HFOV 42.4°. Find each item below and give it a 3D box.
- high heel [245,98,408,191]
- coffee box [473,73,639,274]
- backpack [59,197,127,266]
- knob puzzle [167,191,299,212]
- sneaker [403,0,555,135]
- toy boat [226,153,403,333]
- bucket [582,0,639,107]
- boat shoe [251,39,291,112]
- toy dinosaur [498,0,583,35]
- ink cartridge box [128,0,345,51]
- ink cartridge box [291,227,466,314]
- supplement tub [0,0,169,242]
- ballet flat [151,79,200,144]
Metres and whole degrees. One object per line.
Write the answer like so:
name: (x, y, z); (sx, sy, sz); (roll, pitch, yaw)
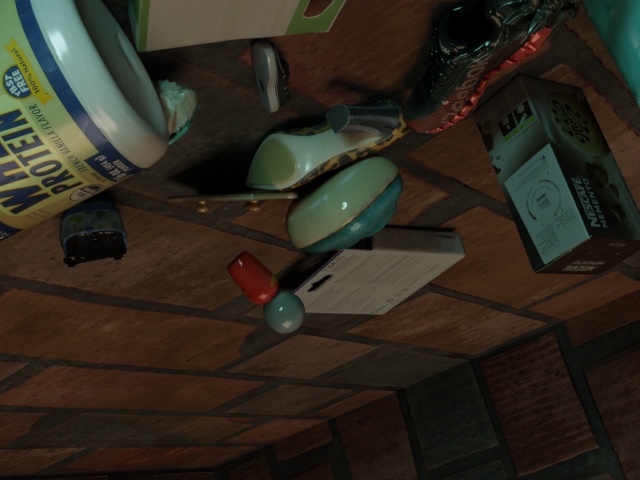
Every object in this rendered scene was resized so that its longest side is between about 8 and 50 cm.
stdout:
high heel: (0.016, -0.139, 1.292); (0.261, 0.093, 0.186); (-28, 167, 40)
coffee box: (0.382, -0.102, 1.317); (0.168, 0.297, 0.119); (4, 150, -36)
backpack: (-0.364, -0.019, 1.312); (0.105, 0.084, 0.114); (-9, 161, -16)
knob puzzle: (-0.120, -0.062, 1.333); (0.213, 0.030, 0.213); (-2, -176, 0)
sneaker: (0.186, -0.246, 1.129); (0.135, 0.097, 0.276); (3, 148, -37)
toy boat: (0.000, 0.000, 1.343); (0.318, 0.148, 0.267); (-45, -170, -18)
bucket: (0.504, -0.303, 1.087); (0.281, 0.183, 0.281); (-14, 158, -6)
boat shoe: (-0.062, -0.224, 1.100); (0.040, 0.049, 0.142); (-31, 161, -13)
toy dinosaur: (0.264, -0.354, 0.891); (0.322, 0.164, 0.218); (14, 132, -11)
ink cartridge box: (-0.088, -0.274, 0.903); (0.235, 0.056, 0.171); (-12, 172, -16)
ink cartridge box: (0.093, 0.071, 1.814); (0.330, 0.071, 0.324); (5, 150, -33)
supplement tub: (-0.348, -0.121, 0.875); (0.316, 0.228, 0.228); (-27, 155, 5)
ballet flat: (-0.355, -0.118, 1.056); (0.409, 0.147, 0.147); (-24, 155, 19)
